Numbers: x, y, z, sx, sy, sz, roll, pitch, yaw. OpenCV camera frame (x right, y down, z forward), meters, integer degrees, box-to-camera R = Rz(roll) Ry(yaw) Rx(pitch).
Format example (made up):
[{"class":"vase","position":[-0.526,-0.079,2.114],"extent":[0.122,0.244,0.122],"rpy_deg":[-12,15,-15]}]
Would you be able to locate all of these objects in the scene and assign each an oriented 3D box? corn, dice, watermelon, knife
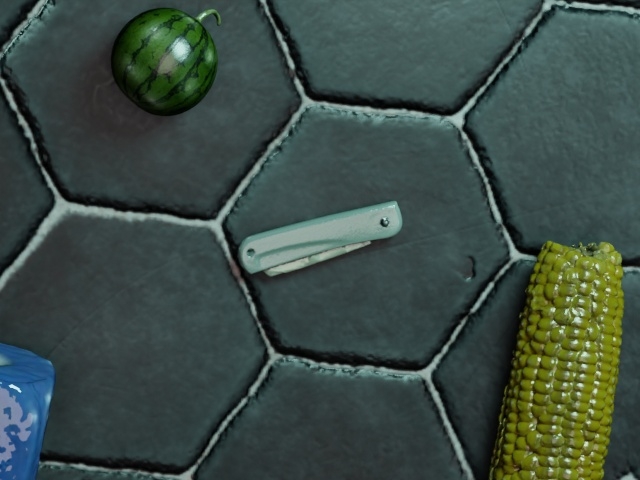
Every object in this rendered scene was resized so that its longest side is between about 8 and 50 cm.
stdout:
[{"class":"corn","position":[0.231,0.156,1.780],"extent":[0.115,0.115,0.318],"rpy_deg":[9,96,-7]},{"class":"dice","position":[-0.322,0.171,1.697],"extent":[0.143,0.146,0.146],"rpy_deg":[15,95,-6]},{"class":"watermelon","position":[-0.141,-0.168,1.702],"extent":[0.109,0.109,0.109],"rpy_deg":[-1,97,-6]},{"class":"knife","position":[0.000,0.000,1.775],"extent":[0.162,0.023,0.044],"rpy_deg":[-14,96,-4]}]
